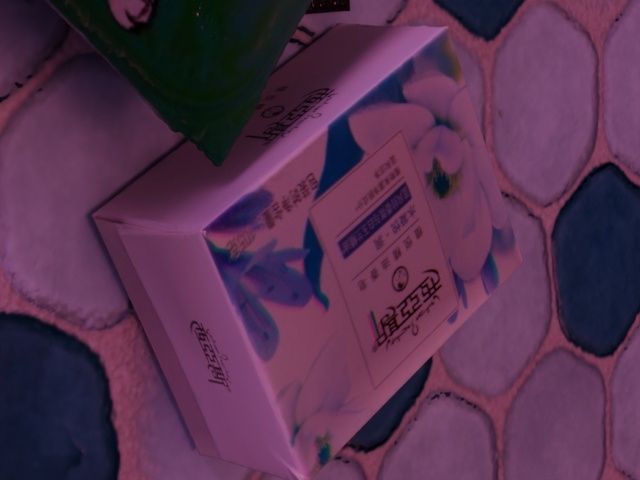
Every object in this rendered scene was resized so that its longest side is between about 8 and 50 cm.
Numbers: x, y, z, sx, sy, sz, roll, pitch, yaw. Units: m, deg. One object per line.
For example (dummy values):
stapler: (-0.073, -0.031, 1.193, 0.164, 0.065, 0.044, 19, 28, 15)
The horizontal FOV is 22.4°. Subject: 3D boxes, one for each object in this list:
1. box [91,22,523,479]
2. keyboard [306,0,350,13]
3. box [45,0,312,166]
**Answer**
box: (0.002, 0.000, 1.122, 0.274, 0.116, 0.203, -41, 124, -36)
keyboard: (-0.002, -0.263, 1.162, 0.064, 0.010, 0.198, -13, 105, -47)
box: (-0.092, -0.254, 0.998, 0.264, 0.106, 0.336, 46, 63, -39)
